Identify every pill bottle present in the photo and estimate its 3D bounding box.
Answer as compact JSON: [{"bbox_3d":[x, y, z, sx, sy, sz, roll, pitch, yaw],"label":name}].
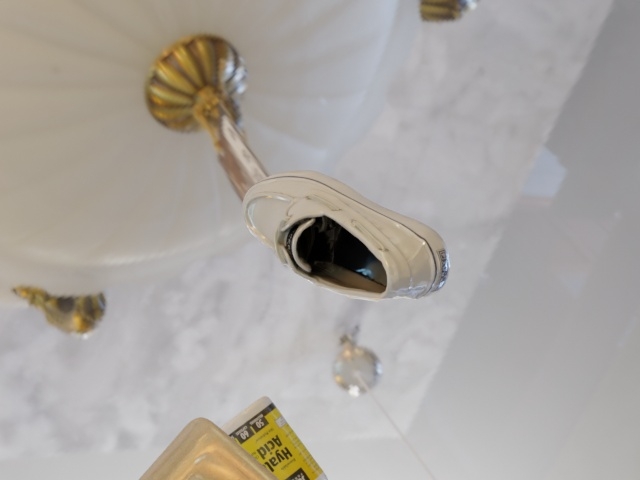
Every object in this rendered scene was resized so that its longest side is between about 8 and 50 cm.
[{"bbox_3d":[-0.034,0.187,0.963,0.065,0.116,0.065,-37,-5,-3],"label":"pill bottle"}]

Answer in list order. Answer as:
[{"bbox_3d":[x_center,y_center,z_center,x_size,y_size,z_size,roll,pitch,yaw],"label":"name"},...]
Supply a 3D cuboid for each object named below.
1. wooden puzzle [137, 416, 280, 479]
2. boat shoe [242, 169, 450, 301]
[{"bbox_3d":[-0.062,0.220,0.556,0.221,0.239,0.044,-48,-37,-11],"label":"wooden puzzle"},{"bbox_3d":[0.000,0.000,1.173,0.088,0.267,0.096,-12,-62,-42],"label":"boat shoe"}]
